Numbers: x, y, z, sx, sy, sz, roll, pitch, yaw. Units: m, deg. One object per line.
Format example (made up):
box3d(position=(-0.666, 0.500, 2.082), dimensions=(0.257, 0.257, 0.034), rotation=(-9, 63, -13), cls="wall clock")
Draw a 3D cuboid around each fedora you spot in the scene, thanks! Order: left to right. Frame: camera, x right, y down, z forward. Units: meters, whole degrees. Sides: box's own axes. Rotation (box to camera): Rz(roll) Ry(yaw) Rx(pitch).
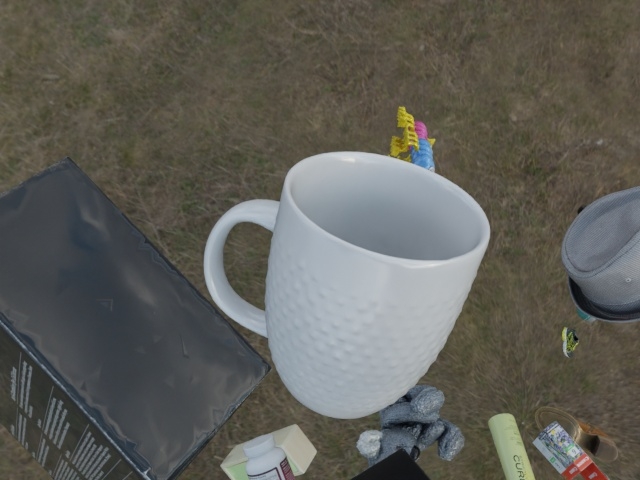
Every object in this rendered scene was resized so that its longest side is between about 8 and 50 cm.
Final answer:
box3d(position=(0.504, 0.000, 1.024), dimensions=(0.275, 0.124, 0.244), rotation=(-40, 32, 28), cls="fedora")

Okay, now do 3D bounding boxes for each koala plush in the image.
box3d(position=(0.187, 0.474, 1.485), dimensions=(0.203, 0.196, 0.221), rotation=(-6, 31, 47), cls="koala plush")

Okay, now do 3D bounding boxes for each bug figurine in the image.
box3d(position=(0.159, -0.107, 1.146), dimensions=(0.072, 0.279, 0.216), rotation=(6, 46, -2), cls="bug figurine")

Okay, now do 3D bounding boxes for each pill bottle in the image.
box3d(position=(-0.097, 0.470, 1.256), dimensions=(0.086, 0.086, 0.152), rotation=(-21, 90, 11), cls="pill bottle")

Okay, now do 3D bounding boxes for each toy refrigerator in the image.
box3d(position=(-0.149, 0.608, 1.748), dimensions=(0.269, 0.094, 0.102), rotation=(-30, 99, 35), cls="toy refrigerator")

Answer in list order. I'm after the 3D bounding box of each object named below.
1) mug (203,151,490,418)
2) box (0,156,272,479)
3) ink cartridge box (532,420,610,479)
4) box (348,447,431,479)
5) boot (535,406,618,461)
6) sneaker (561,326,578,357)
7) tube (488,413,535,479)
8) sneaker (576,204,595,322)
box3d(position=(0.010, 0.067, 0.908), dimensions=(0.373, 0.276, 0.328), rotation=(18, 123, 6), cls="mug")
box3d(position=(-0.168, 0.094, 0.451), dimensions=(0.184, 0.261, 0.103), rotation=(44, 54, 1), cls="box")
box3d(position=(0.389, 0.344, 0.983), dimensions=(0.029, 0.063, 0.115), rotation=(-29, 60, -20), cls="ink cartridge box")
box3d(position=(0.180, 0.584, 1.099), dimensions=(0.182, 0.296, 0.294), rotation=(-28, 101, -9), cls="box")
box3d(position=(0.588, 0.445, 1.480), dimensions=(0.197, 0.152, 0.073), rotation=(31, 94, 12), cls="boot")
box3d(position=(0.606, 0.249, 1.523), dimensions=(0.035, 0.083, 0.031), rotation=(1, 30, 39), cls="sneaker")
box3d(position=(0.424, 0.491, 1.351), dimensions=(0.069, 0.062, 0.240), rotation=(-7, 45, 0), cls="tube")
box3d(position=(0.636, 0.049, 1.504), dimensions=(0.120, 0.108, 0.302), rotation=(22, 63, 6), cls="sneaker")
